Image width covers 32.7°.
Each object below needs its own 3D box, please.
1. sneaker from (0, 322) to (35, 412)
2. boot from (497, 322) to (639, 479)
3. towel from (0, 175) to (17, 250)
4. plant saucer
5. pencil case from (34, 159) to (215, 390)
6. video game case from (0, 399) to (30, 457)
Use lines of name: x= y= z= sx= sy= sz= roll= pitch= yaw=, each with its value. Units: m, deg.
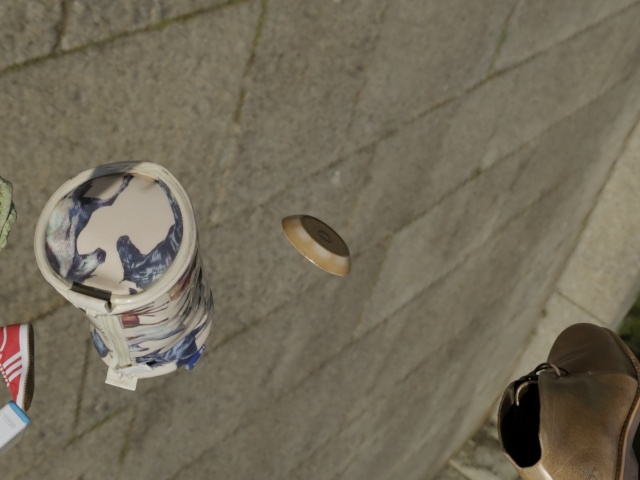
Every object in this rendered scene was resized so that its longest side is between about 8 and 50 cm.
sneaker: x=-0.410 y=0.168 z=1.423 sx=0.042 sy=0.067 sz=0.119 roll=92 pitch=-5 yaw=-73
boot: x=0.236 y=0.148 z=1.040 sx=0.112 sy=0.115 sz=0.305 roll=-38 pitch=-168 yaw=27
towel: x=-0.217 y=0.022 z=0.514 sx=0.110 sy=0.027 sz=0.148 roll=18 pitch=107 yaw=-30
plant saucer: x=0.000 y=0.000 z=1.051 sx=0.015 sy=0.083 sz=0.083 roll=-51 pitch=161 yaw=20
pencil case: x=-0.209 y=0.050 z=1.237 sx=0.410 sy=0.159 sz=0.184 roll=98 pitch=-1 yaw=-73
video game case: x=-0.204 y=0.138 z=0.498 sx=0.166 sy=0.015 sz=0.119 roll=-42 pitch=-179 yaw=-21
